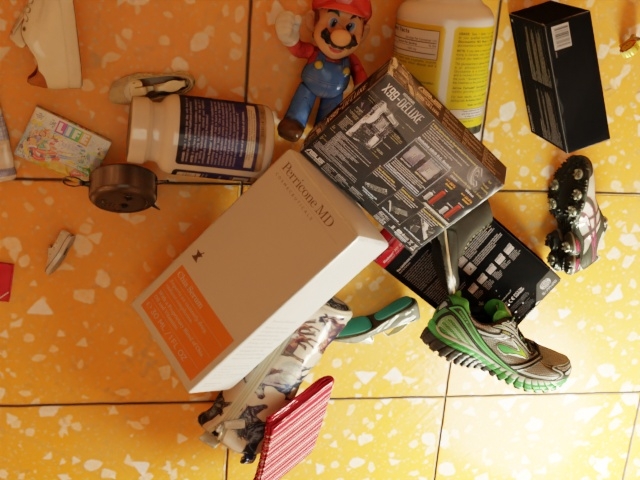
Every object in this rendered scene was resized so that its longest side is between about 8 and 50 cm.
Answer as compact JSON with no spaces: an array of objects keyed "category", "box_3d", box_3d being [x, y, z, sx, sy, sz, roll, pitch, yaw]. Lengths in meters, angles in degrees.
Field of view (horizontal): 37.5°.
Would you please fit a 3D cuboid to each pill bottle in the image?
[{"category":"pill bottle","box_3d":[-0.230,-0.196,1.784,0.265,0.153,0.153,5,109,-17]},{"category":"pill bottle","box_3d":[0.231,-0.356,1.804,0.188,0.188,0.334,1,110,-11]}]

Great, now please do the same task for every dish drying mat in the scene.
[{"category":"dish drying mat","box_3d":[-0.636,0.084,1.892,0.032,0.008,0.083,9,108,-13]}]

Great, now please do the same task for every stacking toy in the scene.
[{"category":"stacking toy","box_3d":[0.750,-0.408,1.961,0.221,0.052,0.167,-42,112,5]}]

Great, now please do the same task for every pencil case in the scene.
[{"category":"pencil case","box_3d":[-0.097,0.262,1.969,0.160,0.183,0.410,33,102,5]}]

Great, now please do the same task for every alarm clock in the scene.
[{"category":"alarm clock","box_3d":[-0.397,-0.098,1.801,0.192,0.129,0.064,10,66,-22]}]

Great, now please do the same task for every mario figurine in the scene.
[{"category":"mario figurine","box_3d":[0.013,-0.328,1.776,0.198,0.170,0.320,-12,126,-44]}]

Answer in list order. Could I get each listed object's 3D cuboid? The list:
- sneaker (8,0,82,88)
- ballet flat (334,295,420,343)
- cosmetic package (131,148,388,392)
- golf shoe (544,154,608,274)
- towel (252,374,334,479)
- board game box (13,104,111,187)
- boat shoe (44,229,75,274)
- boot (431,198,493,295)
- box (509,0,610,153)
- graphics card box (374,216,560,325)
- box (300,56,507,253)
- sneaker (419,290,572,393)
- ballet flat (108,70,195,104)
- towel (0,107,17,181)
[{"category":"sneaker","box_3d":[-0.499,-0.410,1.682,0.123,0.106,0.290,-5,112,-12]},{"category":"ballet flat","box_3d":[0.119,0.190,2.048,0.213,0.072,0.068,-23,117,-3]},{"category":"cosmetic package","box_3d":[-0.121,0.067,1.817,0.453,0.161,0.230,-44,69,15]},{"category":"golf shoe","box_3d":[0.561,-0.061,2.041,0.120,0.105,0.272,-11,117,-26]},{"category":"towel","box_3d":[-0.062,0.417,2.011,0.199,0.031,0.275,-32,149,-38]},{"category":"board game box","box_3d":[-0.495,-0.180,1.812,0.154,0.026,0.103,25,103,-19]},{"category":"boat shoe","box_3d":[-0.528,0.022,1.880,0.035,0.035,0.100,35,106,7]},{"category":"boot","box_3d":[0.297,0.005,1.917,0.137,0.077,0.198,-16,113,-11]},{"category":"box","box_3d":[0.472,-0.327,1.865,0.103,0.184,0.261,-19,113,-6]},{"category":"graphics card box","box_3d":[0.308,0.048,2.020,0.371,0.094,0.233,37,99,-20]},{"category":"box","box_3d":[0.154,-0.152,1.756,0.307,0.076,0.242,41,124,-14]},{"category":"sneaker","box_3d":[0.390,0.214,1.978,0.344,0.134,0.146,21,105,-18]},{"category":"ballet flat","box_3d":[-0.322,-0.293,1.790,0.168,0.052,0.057,-13,110,-6]},{"category":"towel","box_3d":[-0.699,-0.226,1.751,0.209,0.034,0.285,-11,111,-8]}]
